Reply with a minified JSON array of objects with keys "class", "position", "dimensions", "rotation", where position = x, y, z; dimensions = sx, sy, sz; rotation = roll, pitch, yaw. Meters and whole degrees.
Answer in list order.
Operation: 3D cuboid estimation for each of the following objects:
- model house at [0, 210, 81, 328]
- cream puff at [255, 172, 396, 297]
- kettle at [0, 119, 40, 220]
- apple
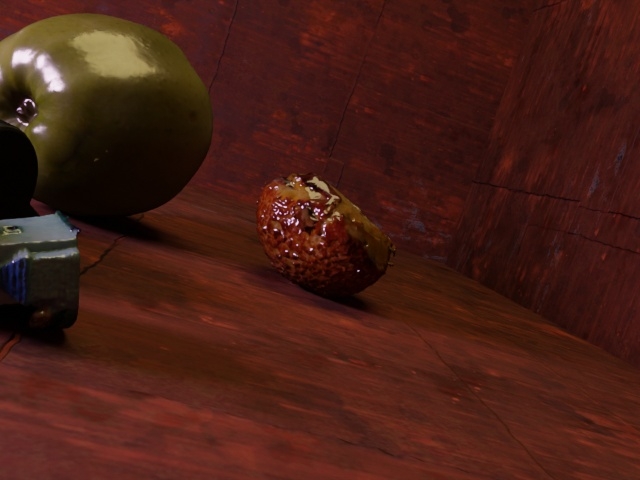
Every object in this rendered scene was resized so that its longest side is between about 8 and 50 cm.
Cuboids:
[{"class":"model house","position":[-0.336,0.031,0.613],"dimensions":[0.149,0.119,0.148],"rotation":[2,15,-33]},{"class":"cream puff","position":[-0.004,-0.003,1.317],"dimensions":[0.350,0.228,0.350],"rotation":[42,3,-3]},{"class":"kettle","position":[-0.583,-0.101,0.850],"dimensions":[0.308,0.262,0.203],"rotation":[21,40,8]},{"class":"apple","position":[-0.477,-0.258,1.280],"dimensions":[0.474,0.473,0.473],"rotation":[18,6,-2]}]
